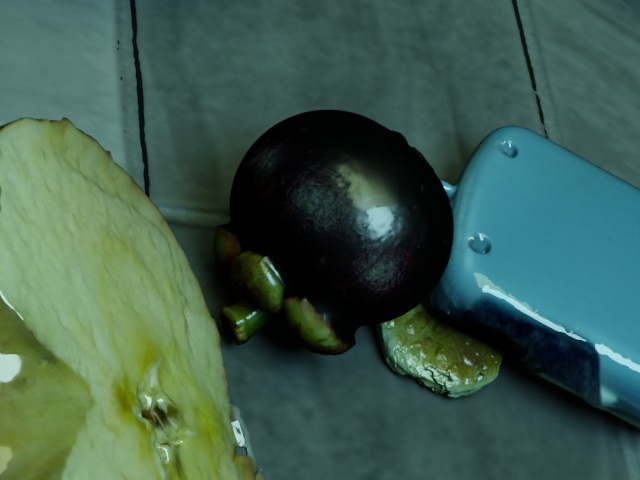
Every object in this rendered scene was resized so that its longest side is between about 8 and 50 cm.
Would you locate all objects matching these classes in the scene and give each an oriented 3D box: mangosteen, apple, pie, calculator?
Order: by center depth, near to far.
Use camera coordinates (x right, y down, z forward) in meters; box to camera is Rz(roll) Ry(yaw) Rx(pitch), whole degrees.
[{"bbox_3d":[-0.141,0.106,0.826,0.163,0.251,0.293,-20,72,14],"label":"apple"},{"bbox_3d":[0.000,0.000,1.018,0.137,0.137,0.151,40,85,9],"label":"mangosteen"},{"bbox_3d":[0.071,0.055,1.065,0.084,0.020,0.084,12,51,-16],"label":"pie"},{"bbox_3d":[0.190,0.037,1.098,0.293,0.051,0.173,28,45,-6],"label":"calculator"}]
